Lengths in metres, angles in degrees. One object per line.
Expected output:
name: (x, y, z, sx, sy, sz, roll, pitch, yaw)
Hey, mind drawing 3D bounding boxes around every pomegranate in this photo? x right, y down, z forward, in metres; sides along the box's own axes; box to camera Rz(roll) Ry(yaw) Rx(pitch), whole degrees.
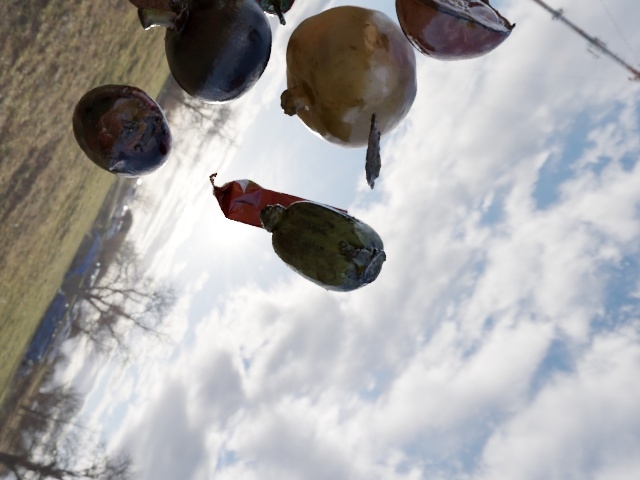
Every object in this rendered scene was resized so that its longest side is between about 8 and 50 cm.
pomegranate: (0.070, -0.445, 1.613, 0.411, 0.411, 0.411, -51, -155, 35)

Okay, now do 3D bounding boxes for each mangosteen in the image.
mangosteen: (-0.230, -0.402, 1.138, 0.235, 0.261, 0.235, -15, -112, 44)

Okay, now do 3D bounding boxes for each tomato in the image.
tomato: (0.219, -0.392, 1.036, 0.199, 0.228, 0.112, -86, -160, -48)

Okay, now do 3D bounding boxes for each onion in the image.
onion: (-0.530, -0.272, 1.541, 0.272, 0.272, 0.195, -51, -153, 34)

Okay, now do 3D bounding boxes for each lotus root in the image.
lotus root: (0.000, 0.000, 1.261, 0.309, 0.173, 0.173, 28, -85, 29)

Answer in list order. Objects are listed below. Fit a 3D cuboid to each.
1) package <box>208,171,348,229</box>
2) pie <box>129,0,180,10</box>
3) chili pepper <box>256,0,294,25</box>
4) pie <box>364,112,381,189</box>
package: (-0.118, -0.084, 1.628, 0.196, 0.423, 0.123, -157, -97, -82)
pie: (-0.376, -0.586, 1.306, 0.153, 0.153, 0.038, -56, -168, 26)
chili pepper: (-0.111, -0.601, 1.347, 0.131, 0.134, 0.338, -9, -107, 26)
pie: (0.126, -0.202, 1.382, 0.088, 0.033, 0.191, -46, 139, -60)
